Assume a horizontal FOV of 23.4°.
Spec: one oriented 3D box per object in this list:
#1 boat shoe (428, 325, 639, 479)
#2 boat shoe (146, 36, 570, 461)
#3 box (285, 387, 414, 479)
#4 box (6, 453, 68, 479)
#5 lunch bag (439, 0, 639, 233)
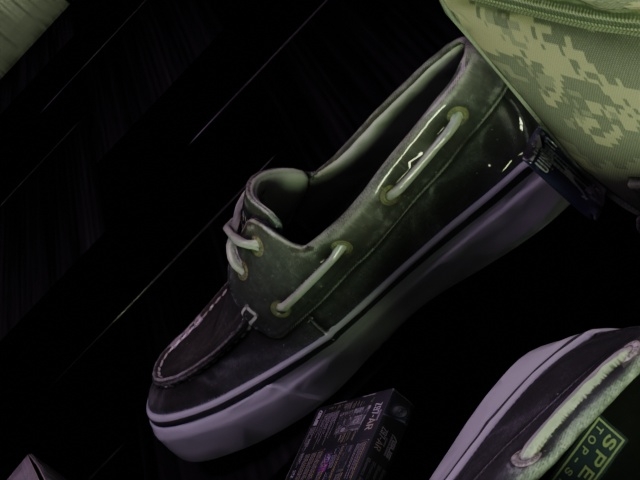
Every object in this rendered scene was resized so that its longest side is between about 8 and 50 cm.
[{"bbox_3d":[0.062,0.155,0.549,0.306,0.113,0.105,-48,6,-22],"label":"boat shoe"},{"bbox_3d":[0.000,0.000,0.904,0.335,0.119,0.121,-40,24,22],"label":"boat shoe"},{"bbox_3d":[0.009,0.122,0.822,0.067,0.018,0.083,-22,34,48],"label":"box"},{"bbox_3d":[-0.127,0.237,0.672,0.231,0.183,0.056,-50,22,-4],"label":"box"},{"bbox_3d":[0.187,-0.177,0.674,0.213,0.256,0.305,18,66,50],"label":"lunch bag"}]
